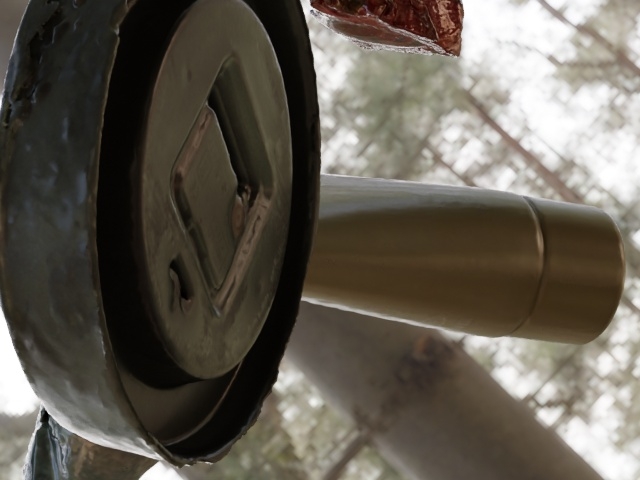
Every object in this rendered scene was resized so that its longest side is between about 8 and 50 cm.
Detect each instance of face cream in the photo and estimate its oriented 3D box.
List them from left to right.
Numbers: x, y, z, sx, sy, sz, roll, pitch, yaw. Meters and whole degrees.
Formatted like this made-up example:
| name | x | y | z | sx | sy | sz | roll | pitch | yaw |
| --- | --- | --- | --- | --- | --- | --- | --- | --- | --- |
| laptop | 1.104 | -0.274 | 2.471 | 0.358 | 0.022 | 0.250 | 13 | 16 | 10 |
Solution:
| name | x | y | z | sx | sy | sz | roll | pitch | yaw |
| --- | --- | --- | --- | --- | --- | --- | --- | --- | --- |
| face cream | 0.000 | 0.000 | 0.826 | 0.341 | 0.137 | 0.084 | 8 | -69 | -20 |

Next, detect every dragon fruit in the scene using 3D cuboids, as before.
| name | x | y | z | sx | sy | sz | roll | pitch | yaw |
| --- | --- | --- | --- | --- | --- | --- | --- | --- | --- |
| dragon fruit | 0.054 | -0.173 | 1.198 | 0.097 | 0.063 | 0.131 | -34 | -27 | 23 |

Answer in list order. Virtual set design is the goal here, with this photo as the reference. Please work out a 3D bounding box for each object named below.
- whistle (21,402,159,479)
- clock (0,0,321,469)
| name | x | y | z | sx | sy | sz | roll | pitch | yaw |
| --- | --- | --- | --- | --- | --- | --- | --- | --- | --- |
| whistle | -0.166 | 0.123 | 1.182 | 0.189 | 0.189 | 0.348 | -16 | -42 | -58 |
| clock | -0.058 | -0.024 | 0.617 | 0.226 | 0.049 | 0.226 | 5 | -90 | -70 |
